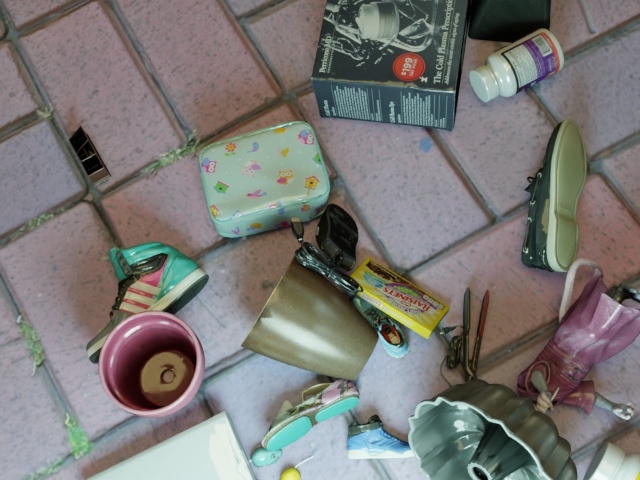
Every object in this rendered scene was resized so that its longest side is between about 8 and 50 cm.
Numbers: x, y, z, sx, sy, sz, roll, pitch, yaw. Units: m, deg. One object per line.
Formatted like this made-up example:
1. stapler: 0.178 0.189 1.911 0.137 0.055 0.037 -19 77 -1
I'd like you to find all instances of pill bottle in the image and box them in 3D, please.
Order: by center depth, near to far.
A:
1. pill bottle: 0.608 0.474 1.601 0.208 0.119 0.119 30 74 14
2. pill bottle: 0.440 -0.391 1.935 0.193 0.108 0.108 -28 71 -7

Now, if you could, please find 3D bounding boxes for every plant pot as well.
1. plant pot: -0.319 0.259 1.700 0.201 0.180 0.201 -1 69 3
2. plant pot: -0.007 0.176 1.718 0.230 0.215 0.215 31 74 -2
3. plant pot: 0.448 -0.583 1.975 0.188 0.167 0.187 6 70 7

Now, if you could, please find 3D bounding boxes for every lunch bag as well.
1. lunch bag: -0.119 -0.139 1.874 0.279 0.108 0.224 -15 65 -4

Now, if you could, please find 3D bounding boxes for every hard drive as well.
1. hard drive: -0.283 0.492 1.669 0.307 0.040 0.203 -26 70 0

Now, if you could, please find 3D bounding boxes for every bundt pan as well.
1. bundt pan: 0.323 0.390 1.561 0.331 0.331 0.124 43 54 16

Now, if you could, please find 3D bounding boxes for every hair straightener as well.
1. hair straightener: 0.288 0.206 1.764 0.089 0.047 0.230 10 75 7

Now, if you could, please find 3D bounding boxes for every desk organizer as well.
1. desk organizer: -0.529 -0.194 1.947 0.047 0.050 0.130 -30 71 -8

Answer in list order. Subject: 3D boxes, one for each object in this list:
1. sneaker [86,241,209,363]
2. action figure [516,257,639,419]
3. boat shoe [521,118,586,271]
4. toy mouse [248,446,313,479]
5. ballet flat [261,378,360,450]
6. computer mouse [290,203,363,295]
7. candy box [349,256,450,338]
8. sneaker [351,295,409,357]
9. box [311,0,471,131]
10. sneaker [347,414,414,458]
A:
1. sneaker: -0.401 0.106 1.789 0.295 0.124 0.178 -39 77 -18
2. action figure: 0.471 0.222 1.665 0.370 0.248 0.276 -51 38 10
3. boat shoe: 0.487 -0.095 1.826 0.113 0.127 0.340 -8 71 47
4. toy mouse: -0.114 0.462 1.692 0.143 0.031 0.161 26 73 12
5. ballet flat: -0.028 0.341 1.718 0.221 0.077 0.079 -27 50 -13
6. computer mouse: 0.000 0.000 1.765 0.060 0.184 0.262 -41 29 26
7. candy box: 0.159 0.117 1.780 0.206 0.027 0.105 31 42 14
8. sneaker: 0.126 0.165 1.766 0.063 0.073 0.162 -40 73 -10
9. box: 0.167 -0.448 1.926 0.312 0.179 0.343 6 70 10
10. sneaker: 0.128 0.386 1.692 0.152 0.058 0.084 -3 78 9
